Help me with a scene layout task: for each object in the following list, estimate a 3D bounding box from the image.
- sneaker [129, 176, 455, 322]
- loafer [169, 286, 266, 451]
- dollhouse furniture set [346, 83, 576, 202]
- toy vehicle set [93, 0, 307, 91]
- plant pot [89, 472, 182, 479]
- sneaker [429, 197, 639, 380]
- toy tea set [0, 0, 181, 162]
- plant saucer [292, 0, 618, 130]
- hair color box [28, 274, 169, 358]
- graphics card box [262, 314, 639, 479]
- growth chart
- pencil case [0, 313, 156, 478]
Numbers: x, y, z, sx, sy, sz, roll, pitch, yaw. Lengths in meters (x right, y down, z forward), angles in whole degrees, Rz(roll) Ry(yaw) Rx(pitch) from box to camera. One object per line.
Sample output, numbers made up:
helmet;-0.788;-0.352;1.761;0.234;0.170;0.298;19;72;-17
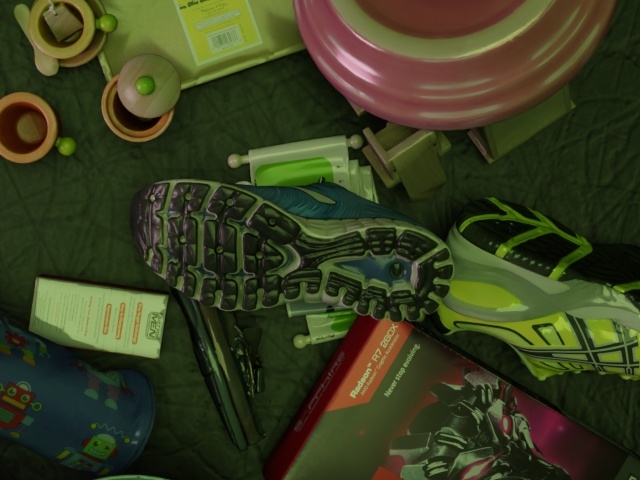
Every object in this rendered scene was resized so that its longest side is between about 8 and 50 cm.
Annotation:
sneaker;-0.033;0.002;1.417;0.330;0.147;0.130;12;104;-6
loafer;-0.100;0.088;1.459;0.084;0.096;0.268;-21;92;-11
dollhouse furniture set;0.111;-0.264;1.491;0.303;0.174;0.356;-34;69;1
toy vehicle set;-0.119;-0.257;1.471;0.266;0.035;0.166;-19;94;-5
plant pot;-0.184;0.371;1.402;0.293;0.196;0.293;0;89;-3
sneaker;0.296;0.085;1.497;0.384;0.145;0.147;24;120;-9
toy tea set;-0.310;-0.163;1.385;0.336;0.124;0.200;-9;94;4
plant saucer;0.127;-0.276;1.354;0.332;0.084;0.332;-4;73;13
hair color box;-0.236;0.081;1.466;0.141;0.043;0.072;9;91;-5
graphics card box;0.154;0.252;1.479;0.371;0.094;0.233;32;91;-10
growth chart;0.000;0.000;1.501;0.172;0.021;0.237;-18;93;-4
pencil case;-0.315;0.133;1.381;0.306;0.133;0.119;30;109;-27
